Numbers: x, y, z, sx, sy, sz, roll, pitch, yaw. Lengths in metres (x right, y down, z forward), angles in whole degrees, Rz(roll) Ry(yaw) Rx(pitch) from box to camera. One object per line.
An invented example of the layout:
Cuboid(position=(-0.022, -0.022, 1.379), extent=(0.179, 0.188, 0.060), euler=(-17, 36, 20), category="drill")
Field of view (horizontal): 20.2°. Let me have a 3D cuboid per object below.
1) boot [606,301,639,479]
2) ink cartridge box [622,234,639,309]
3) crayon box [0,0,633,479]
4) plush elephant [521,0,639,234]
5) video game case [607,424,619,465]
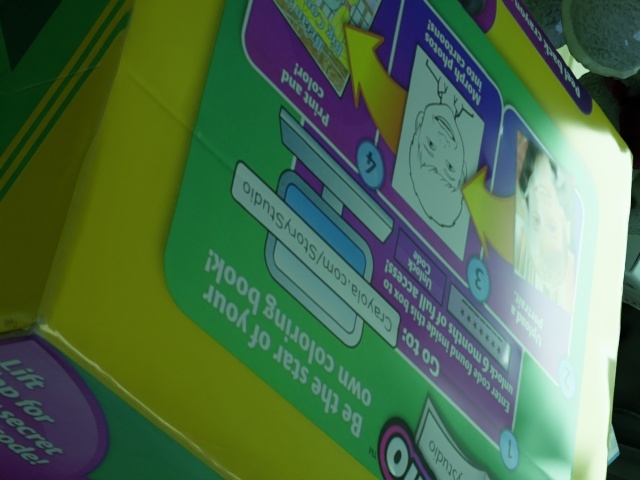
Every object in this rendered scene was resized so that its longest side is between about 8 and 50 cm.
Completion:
Cuboid(position=(0.320, 0.088, 1.483), extent=(0.445, 0.146, 0.367), euler=(-46, -177, -22), category="boot")
Cuboid(position=(0.208, -0.011, 1.319), extent=(0.072, 0.127, 0.175), euler=(-62, 154, -3), category="ink cartridge box")
Cuboid(position=(0.000, 0.000, 0.738), extent=(0.363, 0.106, 0.313), euler=(45, 46, -41), category="crayon box")
Cuboid(position=(0.221, -0.090, 1.092), extent=(0.271, 0.330, 0.255), euler=(-2, 119, -14), category="plush elephant")
Cuboid(position=(0.149, 0.073, 1.147), extent=(0.119, 0.015, 0.166), euler=(-20, 96, -64), category="video game case")
